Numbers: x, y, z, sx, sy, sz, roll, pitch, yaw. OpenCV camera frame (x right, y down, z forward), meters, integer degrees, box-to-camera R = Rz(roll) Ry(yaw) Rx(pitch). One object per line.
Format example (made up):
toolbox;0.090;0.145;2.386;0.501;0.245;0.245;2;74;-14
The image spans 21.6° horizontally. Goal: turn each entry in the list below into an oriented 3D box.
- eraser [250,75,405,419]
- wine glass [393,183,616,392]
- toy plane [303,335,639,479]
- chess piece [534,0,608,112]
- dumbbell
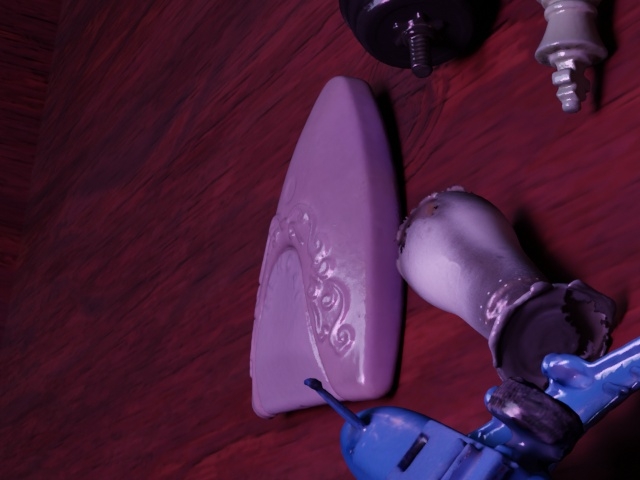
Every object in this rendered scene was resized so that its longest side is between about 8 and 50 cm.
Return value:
eraser;-0.001;0.000;1.182;0.204;0.059;0.243;154;122;-65
wine glass;0.096;0.025;0.899;0.155;0.072;0.072;-130;56;-65
toy plane;0.073;0.120;0.759;0.254;0.105;0.271;-52;32;-10
chess piece;0.137;-0.141;0.919;0.059;0.059;0.149;147;128;-62
dumbbell;0.059;-0.188;1.089;0.099;0.099;0.209;126;150;-47
